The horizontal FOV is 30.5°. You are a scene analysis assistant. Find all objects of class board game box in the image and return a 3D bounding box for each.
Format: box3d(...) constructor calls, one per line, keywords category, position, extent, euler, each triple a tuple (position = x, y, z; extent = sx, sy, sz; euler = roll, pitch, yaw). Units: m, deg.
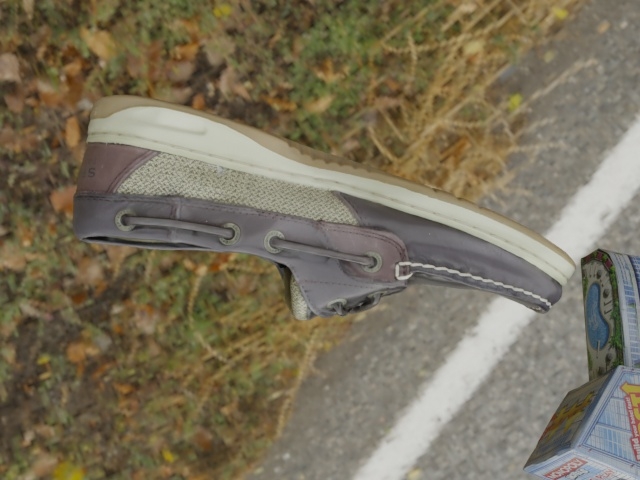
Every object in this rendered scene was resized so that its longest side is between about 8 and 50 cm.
box3d(category="board game box", position=(0.219, 0.095, 0.710), extent=(0.194, 0.194, 0.060), euler=(10, 153, -17))

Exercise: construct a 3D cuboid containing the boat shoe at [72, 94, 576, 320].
box3d(category="boat shoe", position=(0.000, 0.000, 0.662), extent=(0.285, 0.103, 0.092), euler=(18, 86, -8))
